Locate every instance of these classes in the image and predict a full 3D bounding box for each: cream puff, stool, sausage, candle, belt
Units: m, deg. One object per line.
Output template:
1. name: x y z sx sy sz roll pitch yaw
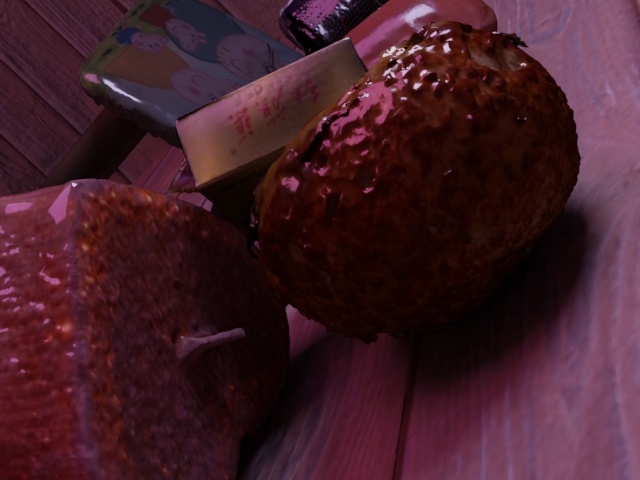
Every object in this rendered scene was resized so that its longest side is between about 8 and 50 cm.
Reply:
1. cream puff: 0.067 -0.028 0.673 0.240 0.164 0.240 -36 -5 -4
2. stool: -0.148 -0.123 1.264 0.226 0.310 0.310 -59 5 36
3. sausage: 0.081 -0.186 1.129 0.254 0.148 0.148 -43 15 14
4. candle: -0.132 0.074 0.761 0.131 0.287 0.317 -12 27 26
5. belt: 0.026 -0.322 1.574 0.164 0.184 0.289 -50 9 3

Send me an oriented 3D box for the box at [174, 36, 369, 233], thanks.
1. box: -0.004 -0.064 0.850 0.159 0.071 0.240 -26 -20 7

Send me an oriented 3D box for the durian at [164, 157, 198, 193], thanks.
1. durian: -0.079 -0.160 1.585 0.341 0.112 0.191 -25 15 34
